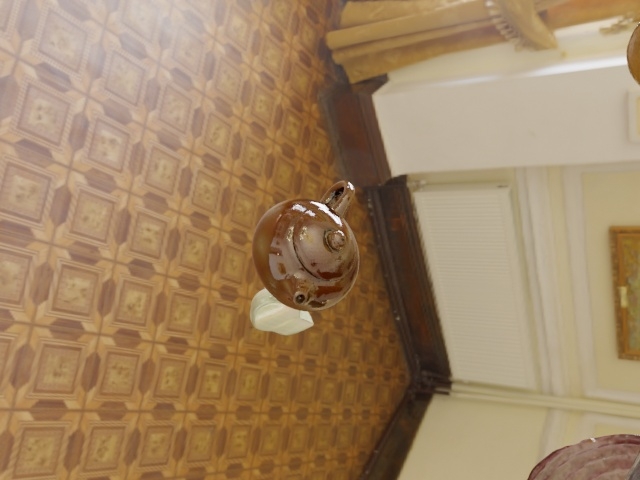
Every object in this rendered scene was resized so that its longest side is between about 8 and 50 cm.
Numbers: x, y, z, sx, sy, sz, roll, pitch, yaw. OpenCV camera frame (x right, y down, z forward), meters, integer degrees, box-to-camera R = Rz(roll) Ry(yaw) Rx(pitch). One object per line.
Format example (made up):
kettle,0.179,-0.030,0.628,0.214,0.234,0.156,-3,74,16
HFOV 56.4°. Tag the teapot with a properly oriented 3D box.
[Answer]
teapot,0.000,0.000,0.913,0.178,0.135,0.252,41,55,-22

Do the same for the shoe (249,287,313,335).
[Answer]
shoe,-0.088,0.118,1.187,0.265,0.095,0.110,58,10,-67

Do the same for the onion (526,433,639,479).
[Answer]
onion,0.397,0.404,0.687,0.260,0.337,0.282,47,66,-13

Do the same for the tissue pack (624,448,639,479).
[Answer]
tissue pack,0.273,0.136,0.374,0.156,0.112,0.051,-47,149,-23

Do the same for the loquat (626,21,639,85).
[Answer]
loquat,0.485,-0.260,0.801,0.141,0.141,0.141,-1,91,-58
